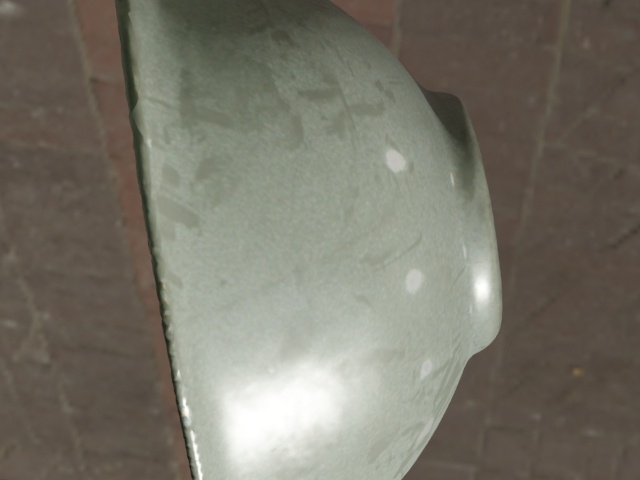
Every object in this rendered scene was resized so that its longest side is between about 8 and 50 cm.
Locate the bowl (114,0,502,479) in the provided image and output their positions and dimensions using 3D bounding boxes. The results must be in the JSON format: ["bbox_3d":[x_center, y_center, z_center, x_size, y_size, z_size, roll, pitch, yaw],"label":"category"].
[{"bbox_3d":[0.000,0.000,0.775,0.146,0.313,0.313,-10,151,-4],"label":"bowl"}]
